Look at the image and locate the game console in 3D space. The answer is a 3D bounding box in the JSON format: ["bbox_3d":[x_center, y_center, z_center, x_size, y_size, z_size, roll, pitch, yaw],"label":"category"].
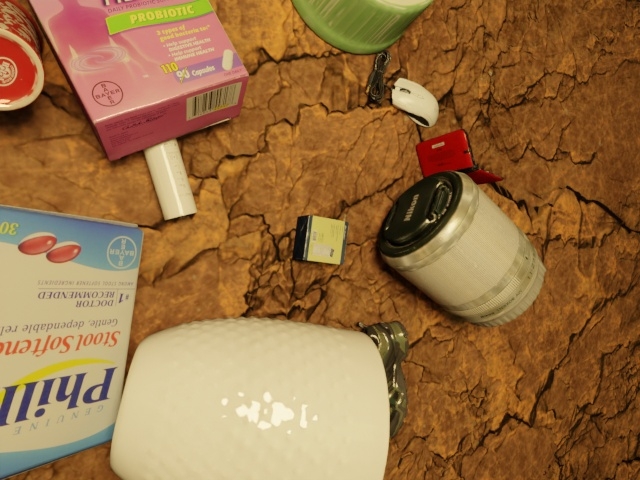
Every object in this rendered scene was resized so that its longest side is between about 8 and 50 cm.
[{"bbox_3d":[0.287,-0.165,0.860,0.085,0.144,0.124,-21,98,-25],"label":"game console"}]

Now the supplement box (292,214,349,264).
[{"bbox_3d":[0.000,0.000,0.770,0.083,0.056,0.084,9,86,-25],"label":"supplement box"}]

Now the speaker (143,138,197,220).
[{"bbox_3d":[-0.241,-0.102,0.657,0.055,0.055,0.136,-18,98,-24],"label":"speaker"}]

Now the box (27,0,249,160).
[{"bbox_3d":[-0.257,-0.275,0.586,0.213,0.117,0.243,-27,86,-23],"label":"box"}]

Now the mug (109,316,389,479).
[{"bbox_3d":[-0.112,0.293,0.581,0.327,0.276,0.375,12,67,-14],"label":"mug"}]

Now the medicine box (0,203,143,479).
[{"bbox_3d":[-0.377,0.106,0.475,0.263,0.149,0.290,12,83,-61],"label":"medicine box"}]

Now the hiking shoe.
[{"bbox_3d":[0.109,0.273,0.819,0.114,0.086,0.227,4,82,-12],"label":"hiking shoe"}]

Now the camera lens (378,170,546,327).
[{"bbox_3d":[0.269,0.017,0.809,0.274,0.219,0.220,38,75,-21],"label":"camera lens"}]

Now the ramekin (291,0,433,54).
[{"bbox_3d":[0.092,-0.529,0.765,0.303,0.148,0.304,0,90,-25],"label":"ramekin"}]

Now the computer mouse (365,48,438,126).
[{"bbox_3d":[0.187,-0.309,0.868,0.192,0.042,0.106,22,80,-24],"label":"computer mouse"}]

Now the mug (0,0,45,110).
[{"bbox_3d":[-0.400,-0.218,0.513,0.113,0.169,0.150,-19,134,-28],"label":"mug"}]
